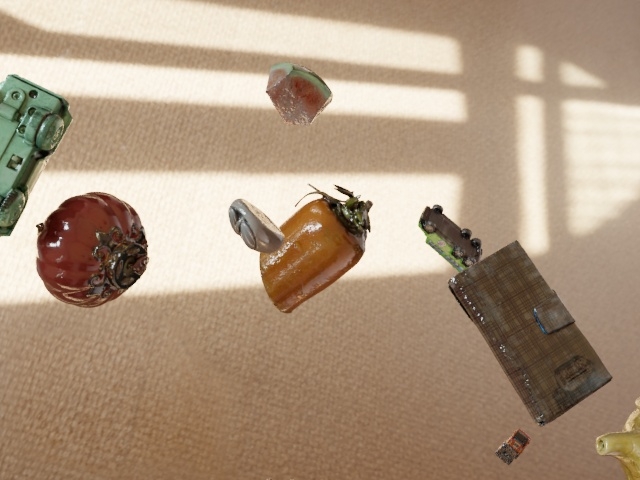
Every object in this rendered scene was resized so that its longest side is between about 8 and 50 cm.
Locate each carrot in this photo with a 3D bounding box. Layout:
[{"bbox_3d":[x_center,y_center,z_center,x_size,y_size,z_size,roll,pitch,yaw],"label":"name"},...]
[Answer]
[{"bbox_3d":[0.000,0.000,1.762,0.193,0.331,0.214,30,30,-49],"label":"carrot"}]

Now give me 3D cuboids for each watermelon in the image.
[{"bbox_3d":[-0.033,-0.191,0.946,0.072,0.092,0.085,-41,108,-5],"label":"watermelon"}]

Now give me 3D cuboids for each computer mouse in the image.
[{"bbox_3d":[-0.079,-0.013,0.853,0.066,0.039,0.096,47,5,21],"label":"computer mouse"}]

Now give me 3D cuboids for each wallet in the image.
[{"bbox_3d":[0.283,0.123,1.002,0.124,0.042,0.230,-29,76,-9],"label":"wallet"}]

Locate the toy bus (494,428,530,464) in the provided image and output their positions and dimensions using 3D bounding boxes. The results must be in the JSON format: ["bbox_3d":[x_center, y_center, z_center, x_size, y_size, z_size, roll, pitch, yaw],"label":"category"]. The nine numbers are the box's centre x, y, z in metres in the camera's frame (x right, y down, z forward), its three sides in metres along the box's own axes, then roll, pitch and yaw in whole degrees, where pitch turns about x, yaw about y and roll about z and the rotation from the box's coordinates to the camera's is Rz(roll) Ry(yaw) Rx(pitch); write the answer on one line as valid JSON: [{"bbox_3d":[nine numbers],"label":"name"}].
[{"bbox_3d":[0.320,0.344,1.224,0.031,0.110,0.043,40,71,17],"label":"toy bus"}]

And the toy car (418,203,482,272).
[{"bbox_3d":[0.269,-0.003,1.548,0.165,0.062,0.071,40,49,-13],"label":"toy car"}]

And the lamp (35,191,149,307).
[{"bbox_3d":[-0.428,0.019,1.394,0.226,0.227,0.227,13,61,-25],"label":"lamp"}]

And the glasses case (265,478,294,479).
[{"bbox_3d":[-0.117,0.428,1.119,0.070,0.103,0.193,31,51,31],"label":"glasses case"}]

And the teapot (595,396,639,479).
[{"bbox_3d":[0.498,0.241,0.962,0.311,0.203,0.167,-15,83,-17],"label":"teapot"}]

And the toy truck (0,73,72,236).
[{"bbox_3d":[-0.558,-0.149,1.295,0.154,0.156,0.279,25,79,-8],"label":"toy truck"}]
